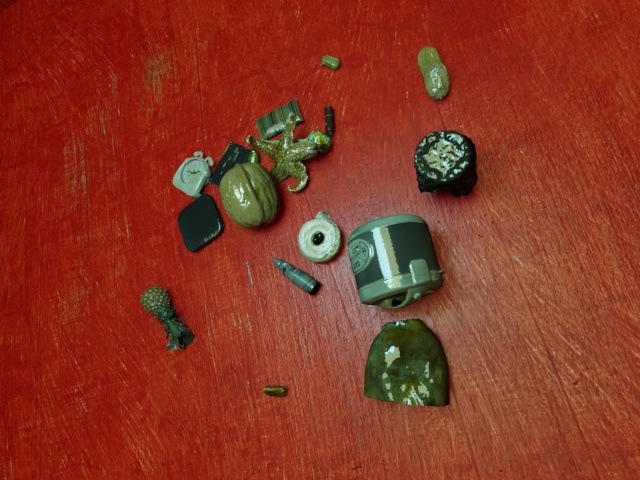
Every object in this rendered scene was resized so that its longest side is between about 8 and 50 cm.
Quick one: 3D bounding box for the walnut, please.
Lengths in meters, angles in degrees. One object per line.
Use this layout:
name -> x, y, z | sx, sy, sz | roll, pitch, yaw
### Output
walnut -> -0.269, -0.173, 1.651 | 0.225, 0.225, 0.260 | -20, 100, 16

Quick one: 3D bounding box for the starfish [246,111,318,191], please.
starfish -> -0.149, -0.339, 1.668 | 0.303, 0.113, 0.312 | 27, 117, 17

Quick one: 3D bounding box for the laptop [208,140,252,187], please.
laptop -> -0.374, -0.311, 1.832 | 0.154, 0.026, 0.207 | 28, 89, 25

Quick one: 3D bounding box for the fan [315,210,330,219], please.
fan -> 0.003, -0.074, 1.645 | 0.056, 0.004, 0.083 | 19, 86, 21

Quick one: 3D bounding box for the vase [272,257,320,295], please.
vase -> -0.097, 0.127, 1.609 | 0.211, 0.060, 0.060 | 32, 91, 25

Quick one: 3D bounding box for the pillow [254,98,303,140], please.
pillow -> -0.174, -0.500, 1.793 | 0.203, 0.038, 0.113 | -22, 74, 16

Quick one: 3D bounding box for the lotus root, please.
lotus root -> 0.275, 0.377, 1.365 | 0.267, 0.149, 0.260 | 2, 79, 18

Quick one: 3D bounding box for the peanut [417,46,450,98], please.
peanut -> 0.415, -0.617, 1.570 | 0.100, 0.099, 0.214 | -18, 67, 17

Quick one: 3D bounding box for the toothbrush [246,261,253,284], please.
toothbrush -> -0.282, 0.131, 1.706 | 0.006, 0.008, 0.097 | -27, 70, 28

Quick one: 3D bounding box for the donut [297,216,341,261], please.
donut -> 0.000, 0.000, 1.596 | 0.175, 0.068, 0.174 | -4, 78, 18

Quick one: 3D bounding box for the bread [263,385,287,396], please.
bread -> -0.163, 0.542, 1.549 | 0.083, 0.047, 0.036 | -4, 46, 18

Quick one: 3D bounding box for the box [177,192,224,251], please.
box -> -0.513, -0.076, 1.824 | 0.201, 0.042, 0.212 | -34, 68, 11

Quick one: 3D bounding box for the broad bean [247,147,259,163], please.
broad bean -> -0.303, -0.261, 1.778 | 0.052, 0.053, 0.256 | 17, 87, 24

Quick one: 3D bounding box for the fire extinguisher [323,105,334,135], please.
fire extinguisher -> 0.034, -0.468, 1.705 | 0.056, 0.039, 0.132 | -19, 69, 51

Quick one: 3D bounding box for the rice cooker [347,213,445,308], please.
rice cooker -> 0.234, 0.078, 1.381 | 0.288, 0.288, 0.276 | -16, 74, 17

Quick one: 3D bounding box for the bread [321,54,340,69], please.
bread -> 0.043, -0.731, 1.764 | 0.088, 0.033, 0.049 | 29, 75, 20

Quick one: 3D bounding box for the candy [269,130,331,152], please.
candy -> -0.092, -0.392, 1.729 | 0.306, 0.091, 0.083 | 7, 60, 33

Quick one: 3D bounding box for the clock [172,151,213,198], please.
clock -> -0.545, -0.291, 1.874 | 0.151, 0.062, 0.191 | 32, 90, 25

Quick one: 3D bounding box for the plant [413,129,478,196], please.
plant -> 0.404, -0.245, 1.390 | 0.189, 0.276, 0.198 | -3, 86, 25

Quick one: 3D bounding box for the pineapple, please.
pineapple -> -0.627, 0.317, 1.741 | 0.130, 0.119, 0.277 | -39, 68, -12
